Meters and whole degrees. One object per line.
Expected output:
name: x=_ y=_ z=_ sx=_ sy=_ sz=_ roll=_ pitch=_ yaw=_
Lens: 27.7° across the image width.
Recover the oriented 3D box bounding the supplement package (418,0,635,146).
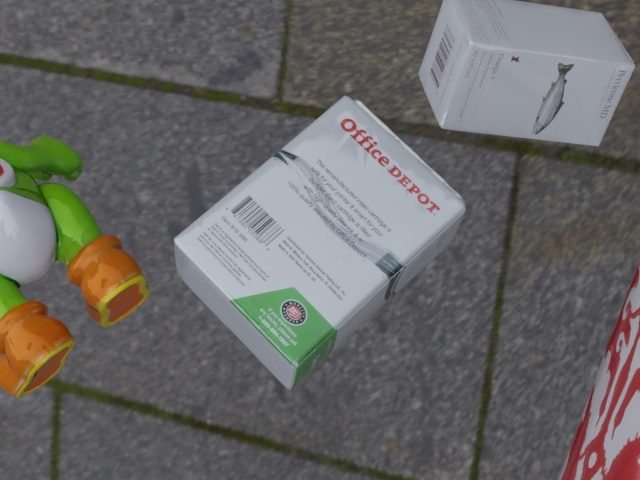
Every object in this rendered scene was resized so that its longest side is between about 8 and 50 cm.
supplement package: x=0.207 y=-0.174 z=1.321 sx=0.179 sy=0.105 sz=0.105 roll=4 pitch=128 yaw=-16

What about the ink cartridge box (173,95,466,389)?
ink cartridge box: x=0.000 y=0.000 z=1.118 sx=0.208 sy=0.087 sz=0.153 roll=-41 pitch=77 yaw=-17

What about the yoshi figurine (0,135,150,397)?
yoshi figurine: x=-0.333 y=-0.035 z=1.197 sx=0.362 sy=0.203 sz=0.203 roll=48 pitch=112 yaw=5

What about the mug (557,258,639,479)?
mug: x=0.147 y=0.048 z=0.397 sx=0.113 sy=0.150 sz=0.169 roll=20 pitch=96 yaw=-25
